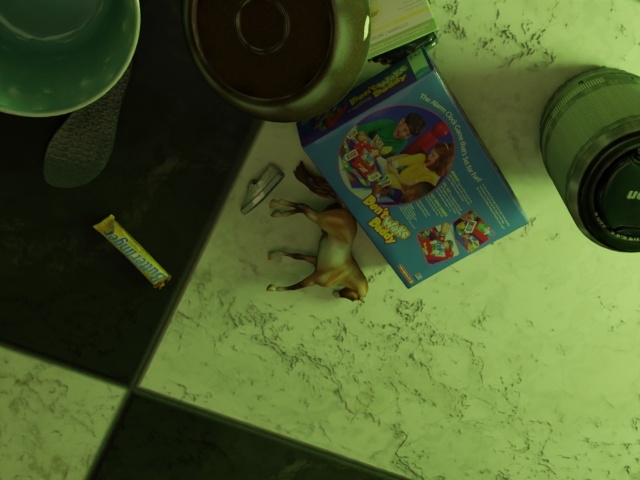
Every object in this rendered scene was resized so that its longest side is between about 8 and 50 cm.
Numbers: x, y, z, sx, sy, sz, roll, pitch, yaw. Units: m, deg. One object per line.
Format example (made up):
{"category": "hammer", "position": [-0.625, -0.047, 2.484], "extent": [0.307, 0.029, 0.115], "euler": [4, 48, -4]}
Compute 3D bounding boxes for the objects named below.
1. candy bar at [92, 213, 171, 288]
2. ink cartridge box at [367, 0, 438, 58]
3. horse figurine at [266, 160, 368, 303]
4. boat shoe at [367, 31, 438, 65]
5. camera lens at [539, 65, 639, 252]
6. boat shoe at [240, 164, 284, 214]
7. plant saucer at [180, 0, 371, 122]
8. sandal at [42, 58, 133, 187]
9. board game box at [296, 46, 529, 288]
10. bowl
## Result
{"category": "candy bar", "position": [-0.315, 0.020, 1.948], "extent": [0.040, 0.018, 0.161], "euler": [-35, 114, 15]}
{"category": "ink cartridge box", "position": [0.051, -0.386, 1.690], "extent": [0.171, 0.056, 0.235], "euler": [-22, 101, 8]}
{"category": "horse figurine", "position": [0.000, 0.000, 1.930], "extent": [0.175, 0.066, 0.263], "euler": [4, 121, 1]}
{"category": "boat shoe", "position": [0.089, -0.293, 1.775], "extent": [0.183, 0.065, 0.083], "euler": [-27, 118, 11]}
{"category": "camera lens", "position": [0.462, -0.126, 1.769], "extent": [0.220, 0.274, 0.219], "euler": [-2, 118, -3]}
{"category": "boat shoe", "position": [-0.103, -0.085, 1.899], "extent": [0.035, 0.035, 0.100], "euler": [46, 113, 5]}
{"category": "plant saucer", "position": [-0.078, -0.319, 1.685], "extent": [0.311, 0.050, 0.310], "euler": [8, 111, 22]}
{"category": "sandal", "position": [-0.359, -0.196, 1.816], "extent": [0.097, 0.054, 0.254], "euler": [22, 106, -22]}
{"category": "board game box", "position": [0.152, -0.106, 1.843], "extent": [0.233, 0.078, 0.347], "euler": [-29, 125, 12]}
{"category": "bowl", "position": [-0.408, -0.351, 1.659], "extent": [0.312, 0.163, 0.311], "euler": [-1, 119, -2]}
